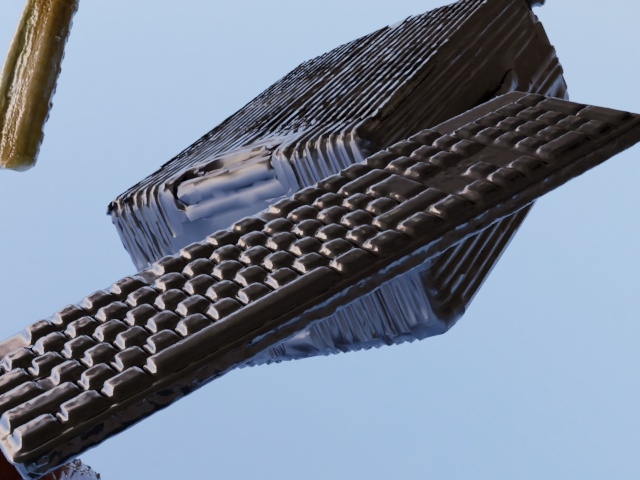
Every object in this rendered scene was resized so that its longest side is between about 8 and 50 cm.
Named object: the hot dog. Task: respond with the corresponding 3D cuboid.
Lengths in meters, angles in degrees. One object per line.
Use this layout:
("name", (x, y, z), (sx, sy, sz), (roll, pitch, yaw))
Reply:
("hot dog", (-0.179, -0.107, 0.630), (0.044, 0.137, 0.028), (6, 169, 21))

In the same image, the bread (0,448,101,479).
("bread", (-0.260, 0.218, 0.836), (0.067, 0.119, 0.192), (20, -140, 23))

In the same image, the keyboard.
("keyboard", (0.000, 0.000, 0.432), (0.309, 0.018, 0.101), (-27, -153, -24))

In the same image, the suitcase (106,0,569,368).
("suitcase", (0.040, -0.052, 0.735), (0.335, 0.229, 0.152), (-47, -64, -50))
